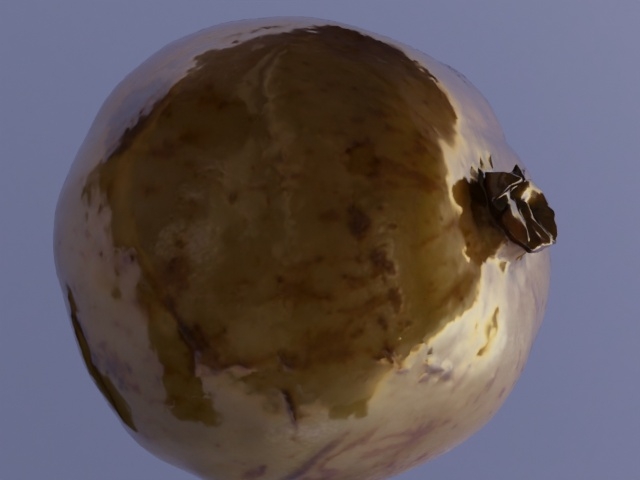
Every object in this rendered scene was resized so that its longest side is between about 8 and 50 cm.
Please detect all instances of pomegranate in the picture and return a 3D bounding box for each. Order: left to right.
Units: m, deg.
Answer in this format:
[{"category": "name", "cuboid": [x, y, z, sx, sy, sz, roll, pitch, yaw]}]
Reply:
[{"category": "pomegranate", "cuboid": [0.000, 0.000, 0.758, 0.215, 0.215, 0.215, 7, -125, -10]}]
